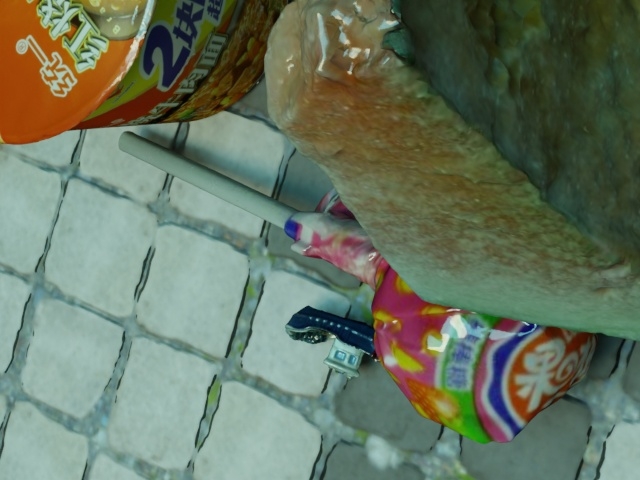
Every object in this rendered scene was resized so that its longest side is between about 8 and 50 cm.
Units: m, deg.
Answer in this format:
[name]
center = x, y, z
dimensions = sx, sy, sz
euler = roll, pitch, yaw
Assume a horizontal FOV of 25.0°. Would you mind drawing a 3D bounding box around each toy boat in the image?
[toy boat]
center = 0.015, 0.065, 0.876
dimensions = 0.083, 0.038, 0.038
euler = 16, 97, 29

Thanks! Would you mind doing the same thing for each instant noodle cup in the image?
[instant noodle cup]
center = -0.128, -0.159, 0.885
dimensions = 0.213, 0.174, 0.213
euler = 0, 91, 32

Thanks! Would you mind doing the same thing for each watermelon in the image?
[watermelon]
center = 0.090, -0.109, 0.692
dimensions = 0.151, 0.302, 0.264
euler = -10, 60, 44

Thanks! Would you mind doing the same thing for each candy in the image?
[candy]
center = 0.000, 0.000, 0.856
dimensions = 0.365, 0.124, 0.124
euler = 25, 102, 37
